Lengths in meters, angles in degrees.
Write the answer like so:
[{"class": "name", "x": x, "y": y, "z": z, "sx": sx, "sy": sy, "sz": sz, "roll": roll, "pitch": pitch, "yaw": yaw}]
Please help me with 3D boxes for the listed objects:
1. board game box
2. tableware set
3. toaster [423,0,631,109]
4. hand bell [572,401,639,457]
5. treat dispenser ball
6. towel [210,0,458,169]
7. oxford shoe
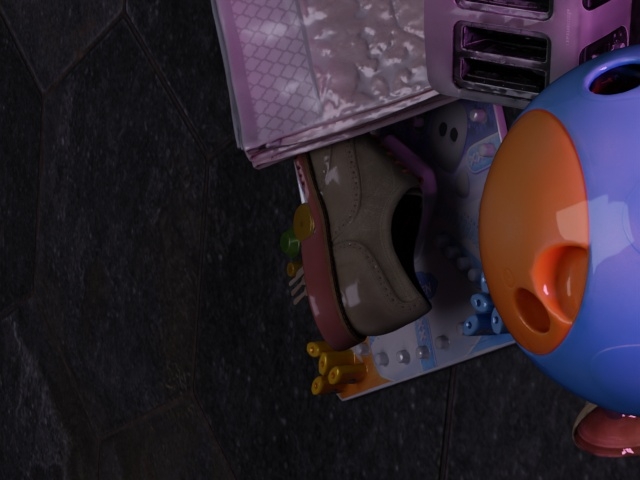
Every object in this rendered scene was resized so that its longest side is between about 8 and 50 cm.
[{"class": "board game box", "x": 0.072, "y": -0.046, "z": 1.755, "sx": 0.390, "sy": 0.050, "sz": 0.390, "roll": -27, "pitch": 70, "yaw": 56}, {"class": "tableware set", "x": 0.000, "y": 0.000, "z": 1.808, "sx": 0.154, "sy": 0.024, "sz": 0.104, "roll": -47, "pitch": 51, "yaw": 51}, {"class": "toaster", "x": 0.181, "y": -0.213, "z": 1.429, "sx": 0.185, "sy": 0.110, "sz": 0.168, "roll": 14, "pitch": 118, "yaw": 27}, {"class": "hand bell", "x": 0.260, "y": 0.060, "z": 1.442, "sx": 0.126, "sy": 0.126, "sz": 0.242, "roll": -55, "pitch": 36, "yaw": 45}, {"class": "treat dispenser ball", "x": 0.264, "y": -0.007, "z": 1.227, "sx": 0.288, "sy": 0.288, "sz": 0.288, "roll": 7, "pitch": 99, "yaw": 58}, {"class": "towel", "x": 0.031, "y": -0.272, "z": 1.640, "sx": 0.316, "sy": 0.053, "sz": 0.332, "roll": -19, "pitch": 69, "yaw": 20}, {"class": "oxford shoe", "x": 0.049, "y": -0.060, "z": 1.672, "sx": 0.130, "sy": 0.123, "sz": 0.348, "roll": -16, "pitch": 67, "yaw": 19}]
